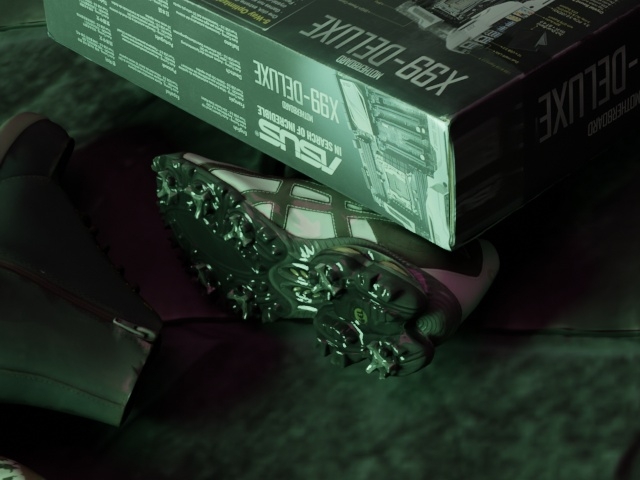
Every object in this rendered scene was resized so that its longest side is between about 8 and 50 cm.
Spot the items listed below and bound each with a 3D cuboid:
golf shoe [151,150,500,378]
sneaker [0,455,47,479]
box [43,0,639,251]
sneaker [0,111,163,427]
[{"bbox_3d":[0.000,0.000,0.823,0.198,0.077,0.094,30,46,34],"label":"golf shoe"},{"bbox_3d":[-0.277,0.091,0.744,0.410,0.182,0.158,17,56,30],"label":"sneaker"},{"bbox_3d":[0.037,-0.134,0.874,0.307,0.076,0.242,29,47,36],"label":"box"},{"bbox_3d":[-0.133,0.018,0.850,0.118,0.083,0.222,18,34,-5],"label":"sneaker"}]
